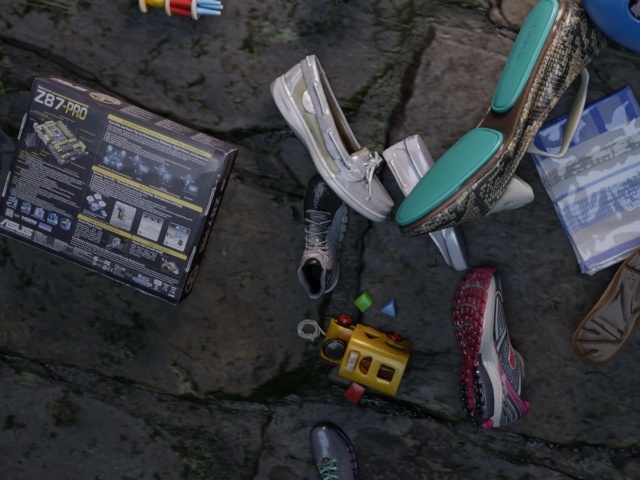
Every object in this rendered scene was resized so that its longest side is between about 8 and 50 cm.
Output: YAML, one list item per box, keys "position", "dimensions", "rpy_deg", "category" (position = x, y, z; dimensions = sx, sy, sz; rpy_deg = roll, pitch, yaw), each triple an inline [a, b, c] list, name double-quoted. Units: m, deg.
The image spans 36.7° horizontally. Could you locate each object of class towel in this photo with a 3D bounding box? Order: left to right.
- position: [0.504, -0.101, 1.694]
  dimensions: [0.209, 0.034, 0.285]
  rpy_deg: [-24, 97, 14]
  category: "towel"

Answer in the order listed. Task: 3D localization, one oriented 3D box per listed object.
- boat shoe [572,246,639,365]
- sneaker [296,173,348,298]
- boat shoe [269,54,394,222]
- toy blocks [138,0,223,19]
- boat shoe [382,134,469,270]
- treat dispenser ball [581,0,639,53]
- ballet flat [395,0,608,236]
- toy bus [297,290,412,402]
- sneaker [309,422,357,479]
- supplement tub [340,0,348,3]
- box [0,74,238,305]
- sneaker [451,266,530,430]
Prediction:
- position: [0.561, 0.092, 1.698]
  dimensions: [0.109, 0.098, 0.302]
  rpy_deg: [40, 109, 13]
  category: "boat shoe"
- position: [0.000, 0.000, 1.758]
  dimensions: [0.086, 0.132, 0.229]
  rpy_deg: [1, 104, 10]
  category: "sneaker"
- position: [0.036, -0.176, 1.721]
  dimensions: [0.103, 0.118, 0.320]
  rpy_deg: [-35, 88, 20]
  category: "boat shoe"
- position: [-0.246, -0.462, 1.735]
  dimensions: [0.148, 0.054, 0.123]
  rpy_deg: [9, 105, 8]
  category: "toy blocks"
- position: [0.190, -0.059, 1.739]
  dimensions: [0.084, 0.095, 0.258]
  rpy_deg: [-23, 88, 19]
  category: "boat shoe"
- position: [0.538, -0.427, 1.478]
  dimensions: [0.288, 0.288, 0.288]
  rpy_deg: [2, 103, 10]
  category: "treat dispenser ball"
- position: [0.328, -0.172, 1.618]
  dimensions: [0.182, 0.164, 0.483]
  rpy_deg: [33, 92, -19]
  category: "ballet flat"
- position: [0.071, 0.214, 1.810]
  dimensions: [0.202, 0.104, 0.191]
  rpy_deg: [-26, 97, 15]
  category: "toy bus"
- position: [0.033, 0.469, 1.880]
  dimensions: [0.083, 0.098, 0.224]
  rpy_deg: [-18, 99, 14]
  category: "sneaker"
- position: [0.074, -0.504, 1.641]
  dimensions: [0.106, 0.106, 0.198]
  rpy_deg: [37, 107, 0]
  category: "supplement tub"
- position: [-0.391, -0.096, 1.828]
  dimensions: [0.394, 0.097, 0.318]
  rpy_deg: [21, 108, 5]
  category: "box"
- position: [0.314, 0.192, 1.768]
  dimensions: [0.112, 0.121, 0.299]
  rpy_deg: [-8, 102, -18]
  category: "sneaker"
